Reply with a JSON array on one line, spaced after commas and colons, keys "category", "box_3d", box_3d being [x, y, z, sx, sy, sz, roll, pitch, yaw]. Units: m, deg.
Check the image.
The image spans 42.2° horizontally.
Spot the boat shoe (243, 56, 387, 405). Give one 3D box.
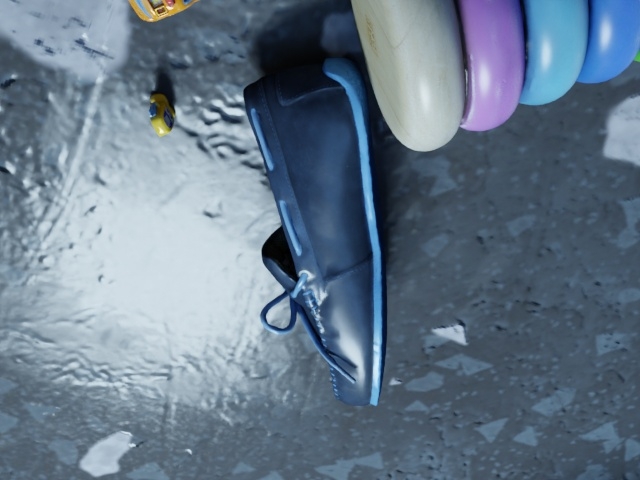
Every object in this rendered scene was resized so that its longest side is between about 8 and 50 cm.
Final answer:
[{"category": "boat shoe", "box_3d": [0.000, 0.000, 0.589, 0.088, 0.109, 0.259, -4, 110, 7]}]

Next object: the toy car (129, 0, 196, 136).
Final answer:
[{"category": "toy car", "box_3d": [-0.087, -0.120, 0.514, 0.060, 0.041, 0.122, -7, 126, 0]}]

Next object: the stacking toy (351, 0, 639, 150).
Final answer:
[{"category": "stacking toy", "box_3d": [0.187, -0.158, 0.471, 0.330, 0.141, 0.141, -15, 126, -3]}]
